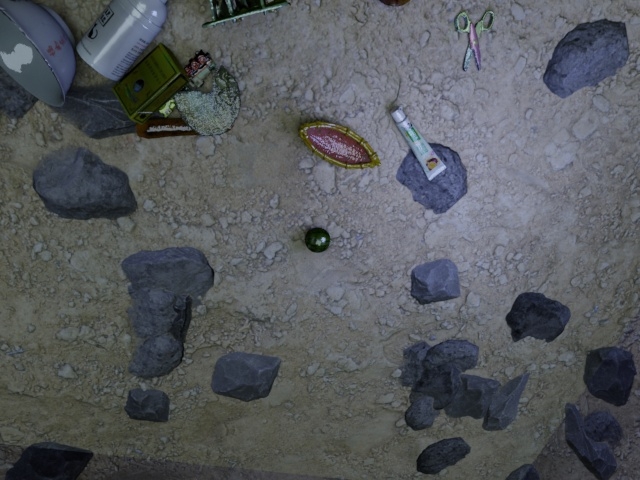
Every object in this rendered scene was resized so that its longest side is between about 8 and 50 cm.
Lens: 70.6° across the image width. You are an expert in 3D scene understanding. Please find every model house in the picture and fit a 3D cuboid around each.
[{"bbox_3d":[-0.242,-0.746,1.197,0.243,0.357,0.312,-17,119,3],"label":"model house"}]

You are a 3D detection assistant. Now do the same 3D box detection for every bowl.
[{"bbox_3d":[-0.815,-0.570,1.292,0.345,0.345,0.157,52,59,-25],"label":"bowl"}]

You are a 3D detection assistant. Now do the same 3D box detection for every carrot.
[{"bbox_3d":[-0.450,-0.377,1.516,0.314,0.066,0.066,-3,116,-6],"label":"carrot"}]

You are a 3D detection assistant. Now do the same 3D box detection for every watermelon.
[{"bbox_3d":[-0.005,-0.001,1.735,0.109,0.109,0.109,-3,116,-6],"label":"watermelon"}]

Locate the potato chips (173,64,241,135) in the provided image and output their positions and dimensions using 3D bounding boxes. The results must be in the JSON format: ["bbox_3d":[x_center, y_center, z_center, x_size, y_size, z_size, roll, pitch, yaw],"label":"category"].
[{"bbox_3d":[-0.355,-0.450,1.465,0.220,0.029,0.202,-41,116,8],"label":"potato chips"}]

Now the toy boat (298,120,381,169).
[{"bbox_3d":[0.064,-0.332,1.586,0.318,0.099,0.141,20,115,-19],"label":"toy boat"}]

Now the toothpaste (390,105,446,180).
[{"bbox_3d":[0.350,-0.352,1.640,0.058,0.056,0.314,-12,130,45],"label":"toothpaste"}]

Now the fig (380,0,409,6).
[{"bbox_3d":[0.220,-0.778,1.352,0.148,0.202,0.149,45,139,-10],"label":"fig"}]

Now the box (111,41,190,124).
[{"bbox_3d":[-0.530,-0.487,1.413,0.220,0.064,0.141,-37,75,13],"label":"box"}]

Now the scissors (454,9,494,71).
[{"bbox_3d":[0.514,-0.667,1.519,0.134,0.020,0.187,-6,115,-1],"label":"scissors"}]

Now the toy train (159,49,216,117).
[{"bbox_3d":[-0.439,-0.507,1.461,0.250,0.053,0.085,-40,123,10],"label":"toy train"}]

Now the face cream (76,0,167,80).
[{"bbox_3d":[-0.542,-0.655,1.323,0.370,0.145,0.145,-44,113,14],"label":"face cream"}]
